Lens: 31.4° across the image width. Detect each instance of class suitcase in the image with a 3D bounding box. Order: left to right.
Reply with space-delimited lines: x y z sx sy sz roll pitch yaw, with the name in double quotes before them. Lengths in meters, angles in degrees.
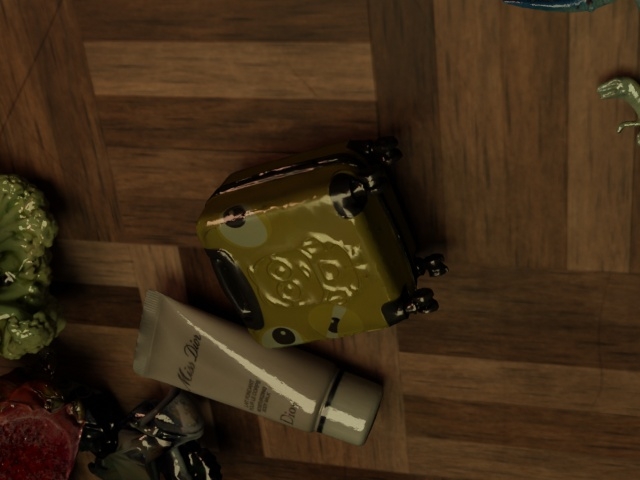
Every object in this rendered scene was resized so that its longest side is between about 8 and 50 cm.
"suitcase" 0.000 0.000 1.239 0.235 0.143 0.194 -13 117 24

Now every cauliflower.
"cauliflower" -0.438 0.075 1.365 0.260 0.281 0.327 22 115 -35

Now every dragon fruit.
"dragon fruit" -0.403 0.263 1.429 0.211 0.282 0.147 36 168 -27

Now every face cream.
"face cream" -0.079 0.163 1.406 0.314 0.089 0.143 20 127 8

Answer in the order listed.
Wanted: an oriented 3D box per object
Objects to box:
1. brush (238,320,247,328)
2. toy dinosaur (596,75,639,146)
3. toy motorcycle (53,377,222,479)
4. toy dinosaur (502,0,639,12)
"brush" -0.086 0.098 1.412 0.051 0.014 0.164 31 125 -4
"toy dinosaur" 0.366 -0.117 1.107 0.187 0.044 0.106 2 107 19
"toy motorcycle" -0.249 0.247 1.509 0.270 0.106 0.159 19 122 20
"toy dinosaur" 0.336 -0.249 1.009 0.329 0.076 0.144 -32 101 30
